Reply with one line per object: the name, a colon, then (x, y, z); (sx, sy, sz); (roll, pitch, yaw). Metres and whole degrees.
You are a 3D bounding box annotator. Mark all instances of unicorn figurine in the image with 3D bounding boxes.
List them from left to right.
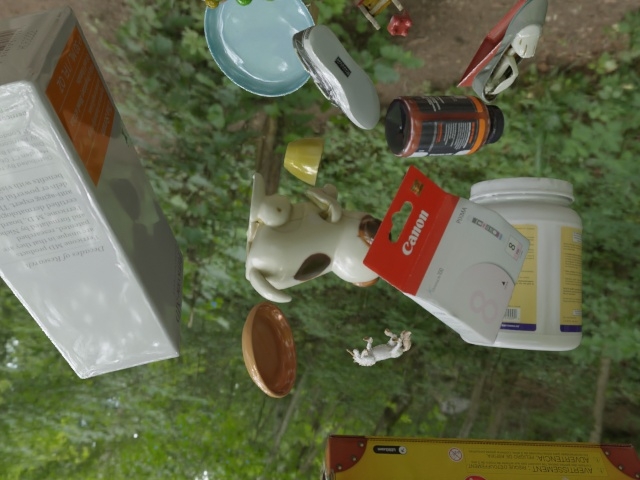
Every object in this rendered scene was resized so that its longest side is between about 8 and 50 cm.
unicorn figurine: (0.126, 0.246, 1.265); (0.162, 0.060, 0.111); (-4, 144, 13)

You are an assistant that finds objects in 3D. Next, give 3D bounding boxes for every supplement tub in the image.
supplement tub: (0.220, -0.200, 0.987); (0.198, 0.105, 0.106); (-5, -166, -19)
supplement tub: (0.412, 0.051, 1.169); (0.241, 0.330, 0.241); (3, 174, 0)

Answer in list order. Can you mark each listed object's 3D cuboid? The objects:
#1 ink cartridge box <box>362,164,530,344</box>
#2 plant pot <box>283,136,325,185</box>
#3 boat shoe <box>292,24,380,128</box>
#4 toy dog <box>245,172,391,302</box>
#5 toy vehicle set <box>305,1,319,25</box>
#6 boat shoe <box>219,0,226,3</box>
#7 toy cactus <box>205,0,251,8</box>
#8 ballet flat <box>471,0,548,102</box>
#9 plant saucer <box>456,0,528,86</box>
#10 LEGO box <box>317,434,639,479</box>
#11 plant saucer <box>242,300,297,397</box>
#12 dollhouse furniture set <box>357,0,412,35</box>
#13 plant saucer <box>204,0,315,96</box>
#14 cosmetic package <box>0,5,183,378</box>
ink cartridge box: (0.199, 0.020, 0.849); (0.232, 0.189, 0.066); (37, 158, -24)
plant pot: (-0.047, -0.224, 1.540); (0.095, 0.134, 0.134); (13, -170, 0)
boat shoe: (0.031, -0.292, 1.024); (0.070, 0.077, 0.219); (11, 147, 52)
toy dog: (0.000, 0.000, 1.590); (0.409, 0.284, 0.395); (4, -146, -9)
toy vehicle set: (-0.095, -0.577, 1.705); (0.166, 0.266, 0.035); (-8, 156, 38)
boat shoe: (-0.252, -0.520, 0.943); (0.302, 0.109, 0.098); (38, -139, -2)
toy cactus: (-0.095, -0.436, 0.836); (0.112, 0.180, 0.219); (45, -131, 5)
ballet flat: (0.369, -0.352, 1.070); (0.072, 0.213, 0.068); (-2, -126, -28)
plant saucer: (0.532, -0.589, 1.659); (0.048, 0.258, 0.259); (35, 154, -5)
LEGO box: (0.248, 0.505, 0.822); (0.501, 0.193, 0.372); (3, -133, -3)
plant saucer: (-0.108, 0.226, 1.173); (0.037, 0.199, 0.200); (-16, -178, 20)
dollhouse furniture set: (0.301, -0.779, 1.682); (0.201, 0.374, 0.152); (27, -145, -51)
plant saucer: (-0.150, -0.532, 1.472); (0.318, 0.317, 0.043); (11, -139, 15)
cosmetic package: (-0.334, -0.044, 0.767); (0.162, 0.453, 0.230); (-13, -137, -1)
